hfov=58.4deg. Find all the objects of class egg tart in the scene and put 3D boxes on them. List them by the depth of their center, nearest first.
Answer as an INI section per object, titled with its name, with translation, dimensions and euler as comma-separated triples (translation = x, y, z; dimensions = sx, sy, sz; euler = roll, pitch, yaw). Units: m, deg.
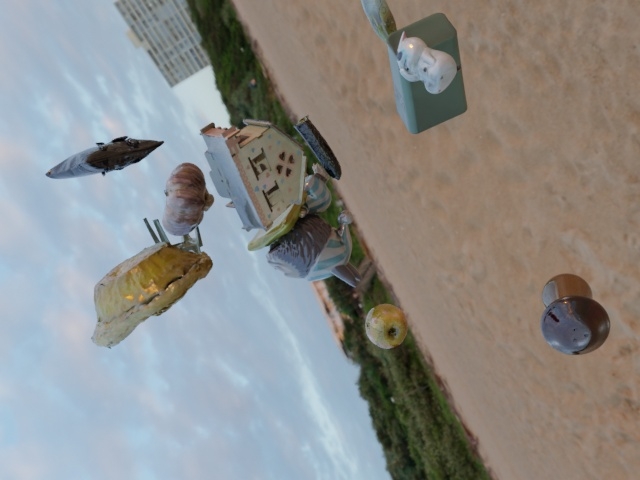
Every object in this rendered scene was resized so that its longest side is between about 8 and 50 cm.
[egg tart]
translation = -0.472, 0.124, 1.540
dimensions = 0.169, 0.387, 0.388
euler = 57, -175, -13

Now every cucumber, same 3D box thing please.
[cucumber]
translation = 0.001, -0.309, 1.909
dimensions = 0.245, 0.067, 0.067
euler = 55, -176, 5

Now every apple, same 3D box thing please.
[apple]
translation = 0.212, 0.274, 1.847
dimensions = 0.147, 0.146, 0.146
euler = 60, -176, -7

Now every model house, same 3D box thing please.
[model house]
translation = -0.170, -0.216, 1.601
dimensions = 0.169, 0.244, 0.326
euler = 15, 137, 46

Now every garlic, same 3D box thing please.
[garlic]
translation = -0.430, -0.134, 1.871
dimensions = 0.245, 0.160, 0.245
euler = -176, 90, -76

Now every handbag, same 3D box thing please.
[handbag]
translation = -0.571, -0.221, 1.529
dimensions = 0.254, 0.210, 0.089
euler = -29, -72, -47

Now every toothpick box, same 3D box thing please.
[toothpick box]
translation = 0.778, 0.220, 1.773
dimensions = 0.192, 0.192, 0.294
euler = 60, -155, -11

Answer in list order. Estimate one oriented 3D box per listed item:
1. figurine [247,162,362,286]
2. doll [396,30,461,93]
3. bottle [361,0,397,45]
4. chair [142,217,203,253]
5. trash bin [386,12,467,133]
[figurine]
translation = 0.000, 0.000, 1.958
dimensions = 0.377, 0.362, 0.266
euler = 42, 152, -18
[doll]
translation = 0.283, -0.482, 1.564
dimensions = 0.180, 0.107, 0.110
euler = 33, 160, 16
[bottle]
translation = 0.234, -0.754, 2.038
dimensions = 0.270, 0.083, 0.083
euler = 62, -176, -10
[chair]
translation = -0.537, 0.032, 2.097
dimensions = 0.203, 0.190, 0.275
euler = 4, 113, 58
[trash bin]
translation = 0.349, -0.552, 1.900
dimensions = 0.343, 0.222, 0.158
euler = 60, -173, -55
